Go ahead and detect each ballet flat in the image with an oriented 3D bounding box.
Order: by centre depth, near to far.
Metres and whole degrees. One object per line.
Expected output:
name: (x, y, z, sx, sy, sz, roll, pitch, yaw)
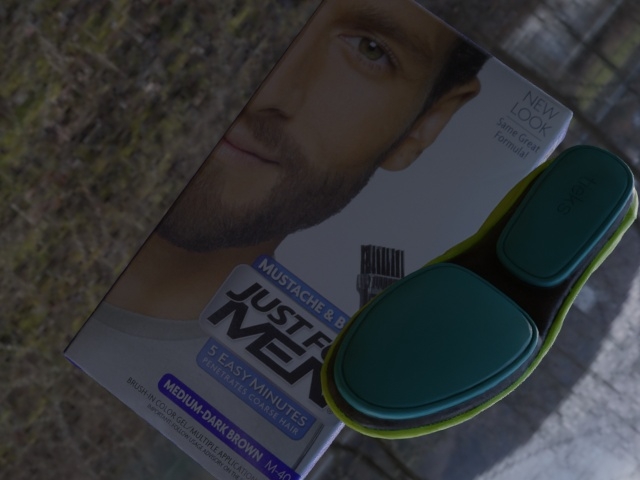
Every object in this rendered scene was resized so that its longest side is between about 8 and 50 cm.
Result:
ballet flat: (0.084, 0.036, 0.572, 0.231, 0.077, 0.077, -39, 158, -34)

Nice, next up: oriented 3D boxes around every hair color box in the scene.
hair color box: (0.000, 0.000, 0.800, 0.339, 0.185, 0.110, -53, 172, 2)
